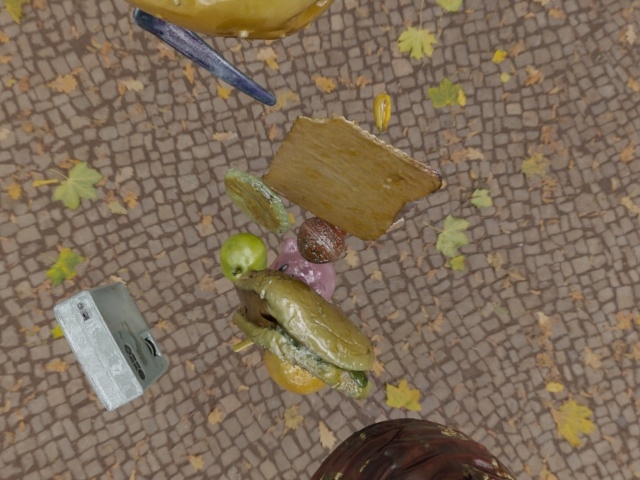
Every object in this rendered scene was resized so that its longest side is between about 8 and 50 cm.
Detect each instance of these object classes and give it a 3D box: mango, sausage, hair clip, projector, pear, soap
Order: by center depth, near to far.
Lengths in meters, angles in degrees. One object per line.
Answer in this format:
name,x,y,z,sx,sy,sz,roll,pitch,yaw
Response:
projector,-0.275,0.135,0.607,0.061,0.115,0.147,-28,92,-1
hair clip,-0.187,-0.309,0.789,0.275,0.083,0.048,33,111,-31
sausage,0.209,-0.042,1.417,0.116,0.026,0.026,-27,87,-15
pear,-0.263,0.075,1.545,0.166,0.216,0.180,16,122,-8
soap,-0.273,0.372,1.643,0.089,0.012,0.034,-27,46,-8
mango,0.244,-0.507,1.813,0.066,0.101,0.188,-3,69,22

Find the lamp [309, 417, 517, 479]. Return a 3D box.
lamp,0.079,0.271,0.373,0.247,0.247,0.247,0,86,-3

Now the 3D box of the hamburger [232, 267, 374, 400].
hamburger,-0.026,0.156,0.811,0.285,0.265,0.134,35,75,-26

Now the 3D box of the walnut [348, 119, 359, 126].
walnut,0.084,-0.396,1.777,0.170,0.143,0.069,-37,80,-6

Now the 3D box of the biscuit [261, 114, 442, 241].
biscuit,0.038,-0.094,0.731,0.237,0.232,0.013,28,56,-12

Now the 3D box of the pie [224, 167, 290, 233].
pie,-0.229,-0.146,1.653,0.306,0.306,0.071,35,65,0

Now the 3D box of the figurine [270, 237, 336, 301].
figurine,-0.044,0.093,1.111,0.173,0.173,0.173,0,86,-3

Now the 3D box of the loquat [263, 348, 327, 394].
loquat,-0.048,0.336,1.393,0.263,0.263,0.263,0,86,-3

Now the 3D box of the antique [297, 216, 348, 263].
antique,0.000,0.000,0.906,0.104,0.104,0.104,0,86,-3

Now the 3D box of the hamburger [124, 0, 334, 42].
hamburger,-0.085,-0.285,0.383,0.318,0.158,0.319,15,44,-15

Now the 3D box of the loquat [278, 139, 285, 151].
loquat,-0.032,-0.234,1.334,0.176,0.234,0.187,-12,111,-27
